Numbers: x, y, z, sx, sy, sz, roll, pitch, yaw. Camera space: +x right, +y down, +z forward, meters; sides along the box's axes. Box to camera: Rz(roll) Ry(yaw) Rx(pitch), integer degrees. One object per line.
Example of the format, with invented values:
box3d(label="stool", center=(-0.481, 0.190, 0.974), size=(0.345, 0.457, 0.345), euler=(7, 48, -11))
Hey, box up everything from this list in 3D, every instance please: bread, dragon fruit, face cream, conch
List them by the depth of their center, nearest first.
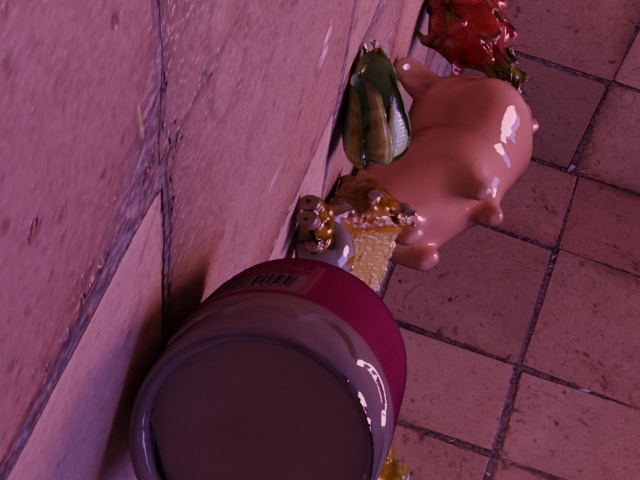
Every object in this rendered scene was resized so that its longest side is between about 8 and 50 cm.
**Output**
box3d(label="face cream", center=(-0.032, 0.114, 0.909), size=(0.195, 0.175, 0.175), euler=(-49, 158, -74))
box3d(label="conch", center=(0.058, -0.145, 1.473), size=(0.170, 0.079, 0.106), euler=(77, 23, -50))
box3d(label="bread", center=(0.026, -0.006, 1.652), size=(0.152, 0.127, 0.147), euler=(-15, 135, -42))
box3d(label="dragon fruit", center=(0.247, -0.315, 2.043), size=(0.135, 0.236, 0.137), euler=(-19, 168, -42))

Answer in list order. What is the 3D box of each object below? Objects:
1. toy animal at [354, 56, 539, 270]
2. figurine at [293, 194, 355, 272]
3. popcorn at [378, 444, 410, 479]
box3d(label="toy animal", center=(0.178, -0.108, 1.893), size=(0.326, 0.269, 0.237), euler=(-29, 139, -6))
box3d(label="figurine", center=(0.000, -0.005, 1.417), size=(0.101, 0.068, 0.143), euler=(-75, 163, -48))
box3d(label="popcorn", center=(0.042, 0.476, 2.443), size=(0.242, 0.250, 0.235), euler=(-62, 162, -65))
